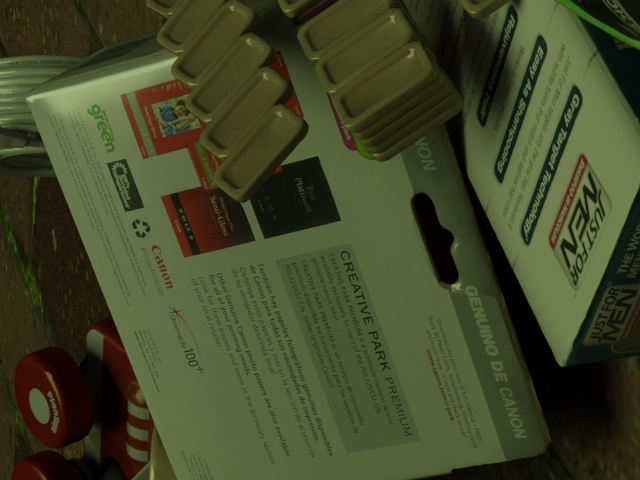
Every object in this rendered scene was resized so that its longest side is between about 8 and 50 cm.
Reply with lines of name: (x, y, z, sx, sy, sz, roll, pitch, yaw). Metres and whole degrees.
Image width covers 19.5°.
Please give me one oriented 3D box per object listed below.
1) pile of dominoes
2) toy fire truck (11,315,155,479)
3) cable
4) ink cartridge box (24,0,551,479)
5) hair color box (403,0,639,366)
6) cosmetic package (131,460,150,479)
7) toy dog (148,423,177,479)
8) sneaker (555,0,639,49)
pile of dominoes: (-0.001, -0.145, 1.082, 0.040, 0.196, 0.251, 45, -165, -46)
toy fire truck: (-0.176, 0.232, 1.893, 0.254, 0.169, 0.302, 32, 127, 41)
cable: (-0.245, -0.116, 1.833, 0.257, 0.257, 0.089, 159, 111, -72)
ink cartridge box: (0.000, 0.000, 1.208, 0.272, 0.130, 0.309, -12, 106, 27)
hair color box: (0.138, -0.118, 1.062, 0.174, 0.105, 0.347, 104, 153, -47)
cosmetic package: (-0.132, 0.337, 1.678, 0.155, 0.197, 0.365, 36, 140, 12)
toy dog: (-0.058, 0.241, 1.349, 0.334, 0.220, 0.161, -40, -48, -65)
sneaker: (0.232, -0.267, 0.769, 0.202, 0.185, 0.483, 46, 143, 28)
